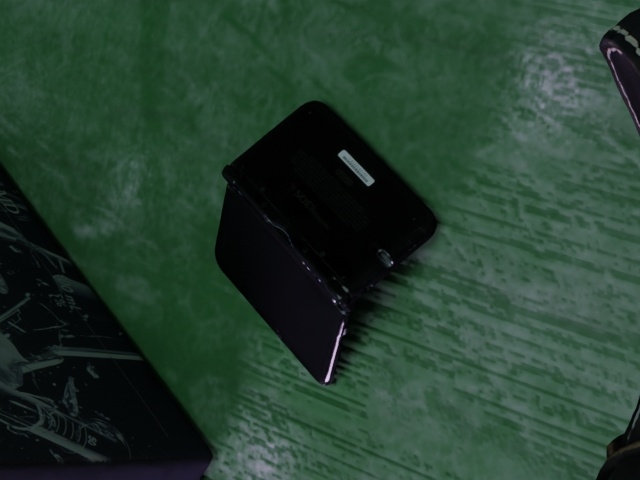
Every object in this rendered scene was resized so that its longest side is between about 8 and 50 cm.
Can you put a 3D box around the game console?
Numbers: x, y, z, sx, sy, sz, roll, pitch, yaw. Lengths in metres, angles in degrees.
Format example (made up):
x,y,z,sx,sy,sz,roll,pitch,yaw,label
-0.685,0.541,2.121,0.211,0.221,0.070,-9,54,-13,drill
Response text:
x,y,z,sx,sy,sz,roll,pitch,yaw,label
0.000,0.000,0.963,0.107,0.071,0.122,-40,58,-5,game console

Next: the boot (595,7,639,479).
x,y,z,sx,sy,sz,roll,pitch,yaw,label
0.119,0.110,0.683,0.284,0.138,0.377,-24,86,7,boot

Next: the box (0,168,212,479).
x,y,z,sx,sy,sz,roll,pitch,yaw,label
-0.298,0.075,1.006,0.343,0.312,0.179,49,114,31,box
